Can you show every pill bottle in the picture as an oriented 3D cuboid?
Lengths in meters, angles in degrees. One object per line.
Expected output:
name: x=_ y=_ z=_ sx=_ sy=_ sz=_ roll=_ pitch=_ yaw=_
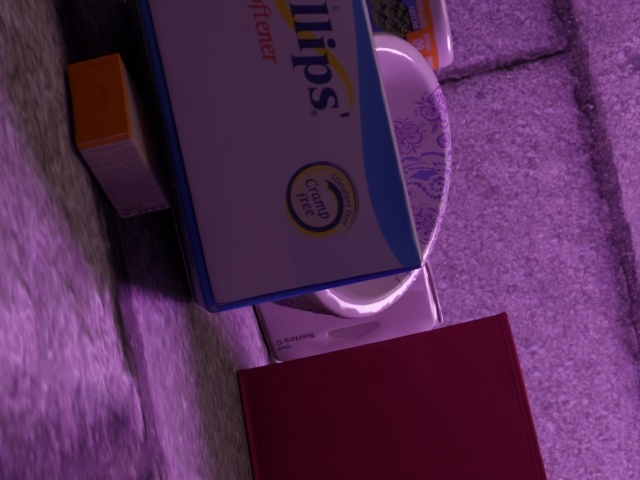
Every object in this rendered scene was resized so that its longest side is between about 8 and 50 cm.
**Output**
pill bottle: x=-0.002 y=-0.234 z=1.531 sx=0.152 sy=0.272 sz=0.152 roll=-13 pitch=90 yaw=-87

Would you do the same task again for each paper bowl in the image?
paper bowl: x=-0.001 y=-0.070 z=1.411 sx=0.284 sy=0.148 sz=0.284 roll=-18 pitch=112 yaw=-52

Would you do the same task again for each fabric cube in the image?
fabric cube: x=0.086 y=0.249 z=1.351 sx=0.259 sy=0.258 sz=0.254 roll=68 pitch=9 yaw=-66

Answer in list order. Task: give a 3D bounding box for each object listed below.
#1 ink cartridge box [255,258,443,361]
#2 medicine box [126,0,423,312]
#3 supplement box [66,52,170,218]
ink cartridge box: x=0.019 y=-0.009 z=1.636 sx=0.273 sy=0.198 sz=0.115 roll=-99 pitch=174 yaw=-48
medicine box: x=-0.045 y=-0.092 z=1.024 sx=0.289 sy=0.149 sz=0.264 roll=167 pitch=-90 yaw=-83
supplement box: x=-0.128 y=-0.065 z=0.896 sx=0.098 sy=0.036 sz=0.062 roll=70 pitch=7 yaw=-61
